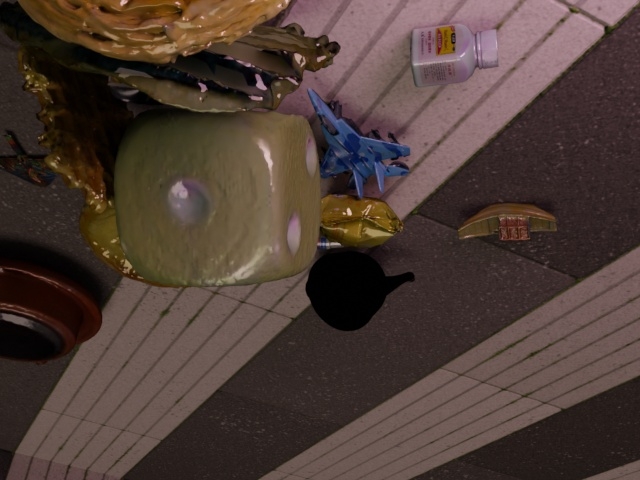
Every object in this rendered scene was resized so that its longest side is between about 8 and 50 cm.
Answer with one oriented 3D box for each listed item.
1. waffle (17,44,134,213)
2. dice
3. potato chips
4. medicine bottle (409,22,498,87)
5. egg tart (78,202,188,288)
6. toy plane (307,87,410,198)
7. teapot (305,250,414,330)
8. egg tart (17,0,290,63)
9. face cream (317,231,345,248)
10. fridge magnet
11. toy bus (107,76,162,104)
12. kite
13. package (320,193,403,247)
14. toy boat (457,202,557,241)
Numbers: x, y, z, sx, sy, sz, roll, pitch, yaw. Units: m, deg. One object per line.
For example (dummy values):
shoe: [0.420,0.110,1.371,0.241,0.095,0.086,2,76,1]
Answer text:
waffle: [-0.345,-0.176,1.143,0.051,0.291,0.291,-21,138,18]
dice: [-0.143,-0.070,1.183,0.252,0.250,0.254,2,100,14]
potato chips: [-0.194,-0.244,0.984,0.429,0.358,0.070,9,113,4]
medicine bottle: [0.186,-0.259,1.097,0.118,0.074,0.055,-3,144,14]
egg tart: [-0.294,-0.027,1.475,0.315,0.120,0.315,6,144,4]
toy plane: [0.041,-0.164,1.261,0.169,0.078,0.246,-14,134,27]
teapot: [0.065,0.089,1.578,0.232,0.159,0.159,-3,146,36]
egg tart: [-0.167,-0.365,0.823,0.388,0.388,0.169,9,180,-3]
face cream: [0.000,0.000,1.536,0.130,0.034,0.034,1,145,6]
fridge magnet: [-0.672,0.157,1.765,0.364,0.155,0.363,4,145,3]
toy bus: [-0.259,-0.234,1.144,0.057,0.072,0.172,7,-171,1]
kite: [-0.535,-0.143,1.441,0.183,0.010,0.160,3,149,11]
package: [0.058,-0.034,1.392,0.168,0.090,0.226,8,176,0]
toy boat: [0.333,-0.027,1.415,0.172,0.066,0.065,-3,147,15]
